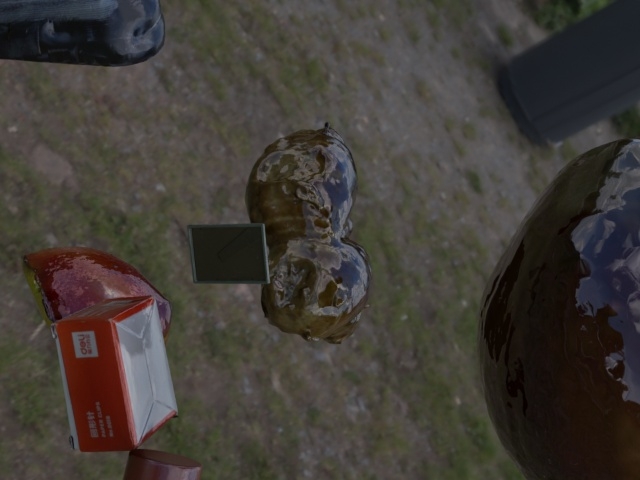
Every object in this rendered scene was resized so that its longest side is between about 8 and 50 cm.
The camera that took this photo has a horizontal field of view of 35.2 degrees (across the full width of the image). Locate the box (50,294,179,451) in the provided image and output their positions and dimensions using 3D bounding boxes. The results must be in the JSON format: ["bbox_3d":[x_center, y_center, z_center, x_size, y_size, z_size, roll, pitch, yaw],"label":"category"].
[{"bbox_3d":[-0.269,0.174,1.325,0.133,0.099,0.182,-35,118,-67],"label":"box"}]

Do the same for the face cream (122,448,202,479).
[{"bbox_3d":[-0.212,0.371,1.230,0.095,0.095,0.214,17,83,-48],"label":"face cream"}]

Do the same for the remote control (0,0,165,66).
[{"bbox_3d":[-0.262,-0.195,0.852,0.090,0.265,0.066,-72,162,-52],"label":"remote control"}]

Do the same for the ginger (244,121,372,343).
[{"bbox_3d":[-0.001,-0.011,1.462,0.274,0.152,0.358,32,47,-61],"label":"ginger"}]

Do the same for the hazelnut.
[{"bbox_3d":[0.340,0.089,1.071,0.421,0.352,0.421,-31,133,-40],"label":"hazelnut"}]

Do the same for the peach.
[{"bbox_3d":[-0.466,0.148,1.992,0.338,0.281,0.281,28,36,2],"label":"peach"}]

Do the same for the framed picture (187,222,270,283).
[{"bbox_3d":[-0.097,0.014,1.061,0.006,0.089,0.066,-32,118,-67],"label":"framed picture"}]
